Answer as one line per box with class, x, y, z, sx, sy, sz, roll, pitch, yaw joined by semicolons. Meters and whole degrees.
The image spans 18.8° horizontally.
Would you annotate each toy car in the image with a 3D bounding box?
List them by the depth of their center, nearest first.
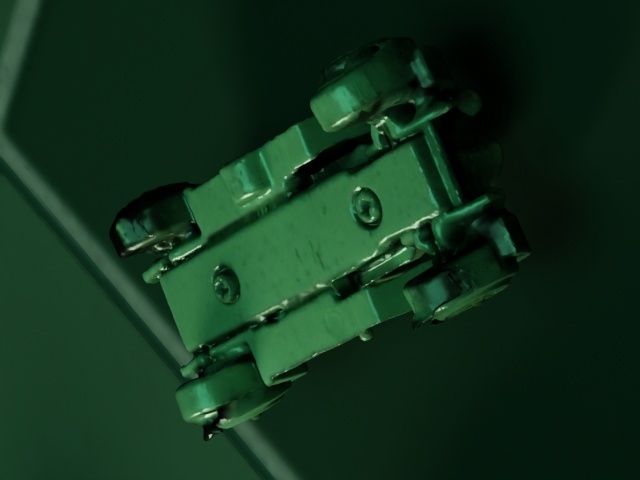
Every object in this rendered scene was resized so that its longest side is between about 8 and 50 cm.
toy car;0.000;0.000;0.527;0.143;0.054;0.073;-31;80;48
